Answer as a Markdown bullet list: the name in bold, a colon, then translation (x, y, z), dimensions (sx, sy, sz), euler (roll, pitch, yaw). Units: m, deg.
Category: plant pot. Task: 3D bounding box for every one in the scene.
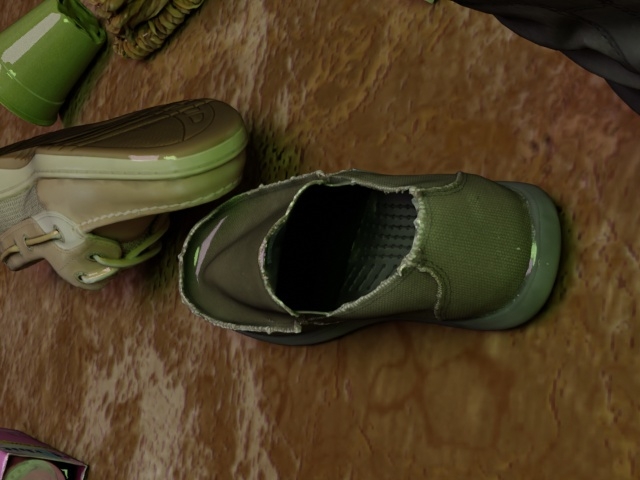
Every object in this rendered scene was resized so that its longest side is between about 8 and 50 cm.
- **plant pot**: translation (-0.205, -0.142, 0.930), dimensions (0.079, 0.083, 0.083), euler (-40, 49, 18)

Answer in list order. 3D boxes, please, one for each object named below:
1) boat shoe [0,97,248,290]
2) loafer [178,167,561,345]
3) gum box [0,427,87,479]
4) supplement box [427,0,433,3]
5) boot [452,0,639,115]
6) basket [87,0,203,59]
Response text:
- **boat shoe**: translation (-0.136, -0.024, 0.788), dimensions (0.302, 0.109, 0.098), euler (-3, 108, 52)
- **loafer**: translation (0.000, 0.000, 0.618), dimensions (0.251, 0.087, 0.094), euler (-9, 70, 48)
- **gum box**: translation (-0.230, 0.227, 0.834), dimensions (0.107, 0.062, 0.189), euler (9, 84, 51)
- **supplement box**: translation (0.039, -0.178, 0.675), dimensions (0.062, 0.036, 0.098), euler (-60, 41, 16)
- **boot**: translation (0.174, -0.066, 0.326), dimensions (0.338, 0.222, 0.118), euler (3, 79, 51)
- **basket**: translation (-0.105, -0.322, 0.854), dimensions (0.213, 0.223, 0.299), euler (-21, 56, 7)
